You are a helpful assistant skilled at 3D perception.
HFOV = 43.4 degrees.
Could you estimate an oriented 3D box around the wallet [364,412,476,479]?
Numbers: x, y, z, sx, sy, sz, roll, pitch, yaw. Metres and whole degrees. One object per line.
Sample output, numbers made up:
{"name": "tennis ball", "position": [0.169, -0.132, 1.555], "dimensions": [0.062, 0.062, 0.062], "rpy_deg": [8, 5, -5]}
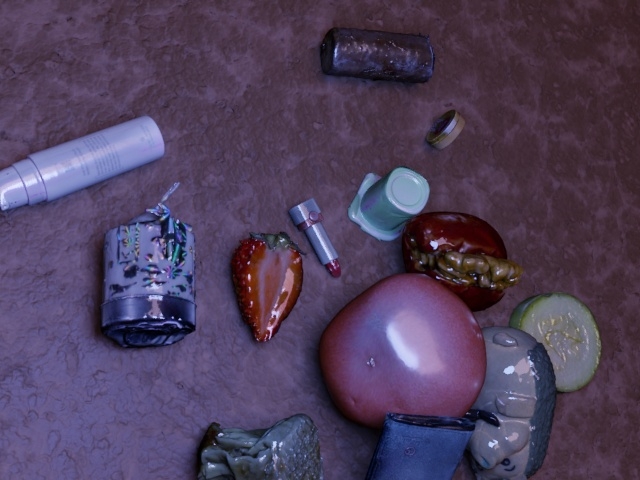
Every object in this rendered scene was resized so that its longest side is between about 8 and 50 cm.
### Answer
{"name": "wallet", "position": [0.164, 0.507, 1.602], "dimensions": [0.191, 0.046, 0.379], "rpy_deg": [8, 115, -19]}

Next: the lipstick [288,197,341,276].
{"name": "lipstick", "position": [0.001, 0.000, 1.806], "dimensions": [0.063, 0.057, 0.186], "rpy_deg": [-29, 90, -28]}

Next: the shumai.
{"name": "shumai", "position": [-0.118, 0.455, 1.582], "dimensions": [0.225, 0.222, 0.260], "rpy_deg": [-54, 133, -53]}

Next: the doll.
{"name": "doll", "position": [0.400, 0.368, 1.781], "dimensions": [0.247, 0.247, 0.349], "rpy_deg": [-6, 92, -25]}

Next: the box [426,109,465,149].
{"name": "box", "position": [0.310, -0.274, 1.995], "dimensions": [0.037, 0.105, 0.105], "rpy_deg": [40, 63, -16]}

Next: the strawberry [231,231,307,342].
{"name": "strawberry", "position": [-0.112, 0.096, 1.709], "dimensions": [0.174, 0.098, 0.228], "rpy_deg": [-4, 88, -41]}

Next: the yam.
{"name": "yam", "position": [0.140, -0.453, 1.965], "dimensions": [0.280, 0.131, 0.131], "rpy_deg": [0, 75, -23]}

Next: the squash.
{"name": "squash", "position": [0.582, 0.251, 1.990], "dimensions": [0.252, 0.049, 0.252], "rpy_deg": [6, 73, -22]}

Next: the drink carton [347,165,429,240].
{"name": "drink carton", "position": [0.171, -0.092, 1.859], "dimensions": [0.144, 0.142, 0.146], "rpy_deg": [33, 63, -13]}

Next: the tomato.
{"name": "tomato", "position": [0.165, 0.240, 1.647], "dimensions": [0.341, 0.273, 0.341], "rpy_deg": [-5, 76, 19]}

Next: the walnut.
{"name": "walnut", "position": [0.314, 0.054, 1.807], "dimensions": [0.269, 0.244, 0.221], "rpy_deg": [8, 102, -40]}

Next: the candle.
{"name": "candle", "position": [-0.332, 0.039, 1.577], "dimensions": [0.187, 0.187, 0.330], "rpy_deg": [5, 71, -22]}

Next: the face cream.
{"name": "face cream", "position": [-0.486, -0.152, 1.611], "dimensions": [0.345, 0.102, 0.102], "rpy_deg": [-25, 86, -28]}
